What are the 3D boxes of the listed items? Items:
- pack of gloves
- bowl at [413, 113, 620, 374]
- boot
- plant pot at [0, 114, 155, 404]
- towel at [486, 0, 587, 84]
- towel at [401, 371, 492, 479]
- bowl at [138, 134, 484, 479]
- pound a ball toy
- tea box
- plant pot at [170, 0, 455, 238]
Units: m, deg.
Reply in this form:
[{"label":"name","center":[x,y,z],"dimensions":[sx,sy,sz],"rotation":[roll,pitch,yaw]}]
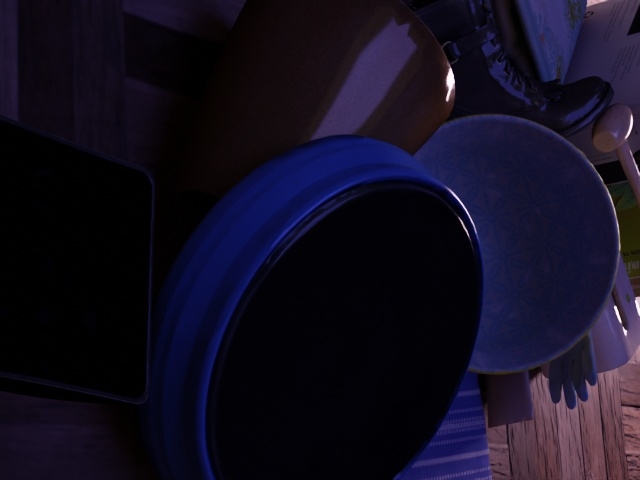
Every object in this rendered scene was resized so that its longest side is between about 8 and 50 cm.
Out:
[{"label":"pack of gloves","center":[0.273,0.102,1.775],"dimensions":[0.046,0.195,0.232],"rotation":[8,71,-30]},{"label":"bowl","center":[0.183,0.009,1.687],"dimensions":[0.156,0.289,0.290],"rotation":[142,-62,-82]},{"label":"boot","center":[0.217,-0.222,1.790],"dimensions":[0.263,0.091,0.229],"rotation":[-22,107,-9]},{"label":"plant pot","center":[-0.252,0.027,1.110],"dimensions":[0.187,0.167,0.188],"rotation":[20,65,-50]},{"label":"towel","center":[0.276,-0.374,1.937],"dimensions":[0.320,0.090,0.374],"rotation":[-60,142,-45]},{"label":"towel","center":[0.129,0.298,1.666],"dimensions":[0.243,0.040,0.336],"rotation":[2,80,-55]},{"label":"bowl","center":[0.008,0.098,1.362],"dimensions":[0.391,0.077,0.391],"rotation":[-23,124,-38]},{"label":"pound a ball toy","center":[0.331,0.008,1.870],"dimensions":[0.136,0.208,0.319],"rotation":[-38,111,-52]},{"label":"tea box","center":[0.477,-0.143,2.102],"dimensions":[0.323,0.220,0.329],"rotation":[57,41,-25]},{"label":"plant pot","center":[-0.029,-0.100,1.424],"dimensions":[0.237,0.237,0.254],"rotation":[53,55,-30]}]
